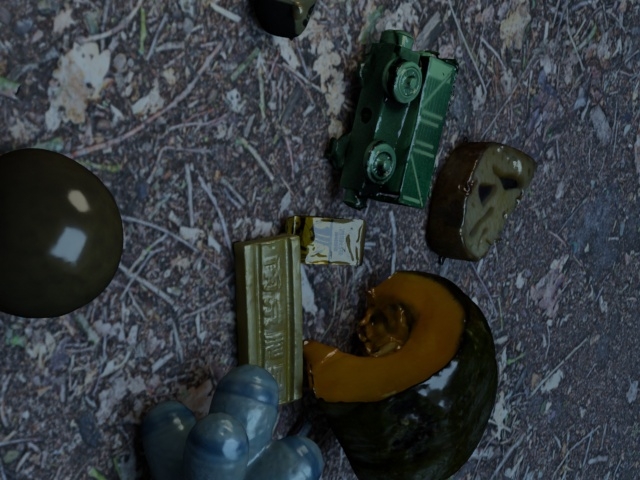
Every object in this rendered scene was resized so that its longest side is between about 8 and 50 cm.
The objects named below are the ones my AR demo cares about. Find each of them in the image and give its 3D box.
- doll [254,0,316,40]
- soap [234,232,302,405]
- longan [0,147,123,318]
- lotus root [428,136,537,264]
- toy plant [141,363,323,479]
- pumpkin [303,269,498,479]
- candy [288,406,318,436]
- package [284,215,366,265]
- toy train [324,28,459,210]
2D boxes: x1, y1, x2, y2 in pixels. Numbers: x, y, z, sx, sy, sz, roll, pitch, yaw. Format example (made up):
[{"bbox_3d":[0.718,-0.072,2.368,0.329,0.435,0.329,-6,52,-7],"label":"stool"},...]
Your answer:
[{"bbox_3d":[-0.049,-0.344,1.619,0.089,0.102,0.179,-9,119,-3],"label":"doll"},{"bbox_3d":[-0.071,0.117,1.737,0.092,0.037,0.252,-12,109,-31],"label":"soap"},{"bbox_3d":[-0.316,-0.007,1.342,0.205,0.159,0.184,-6,89,-11],"label":"longan"},{"bbox_3d":[0.266,-0.083,2.074,0.260,0.074,0.170,-57,134,-24],"label":"lotus root"},{"bbox_3d":[-0.132,0.319,1.603,0.247,0.247,0.332,29,74,-50],"label":"toy plant"},{"bbox_3d":[0.131,0.212,1.854,0.303,0.256,0.225,-38,132,-18],"label":"pumpkin"},{"bbox_3d":[-0.029,0.287,1.863,0.083,0.020,0.030,-56,135,-22],"label":"candy"},{"bbox_3d":[0.000,0.000,1.794,0.131,0.047,0.071,0,98,-24],"label":"package"},{"bbox_3d":[0.107,-0.169,1.825,0.154,0.115,0.269,14,88,-45],"label":"toy train"}]
